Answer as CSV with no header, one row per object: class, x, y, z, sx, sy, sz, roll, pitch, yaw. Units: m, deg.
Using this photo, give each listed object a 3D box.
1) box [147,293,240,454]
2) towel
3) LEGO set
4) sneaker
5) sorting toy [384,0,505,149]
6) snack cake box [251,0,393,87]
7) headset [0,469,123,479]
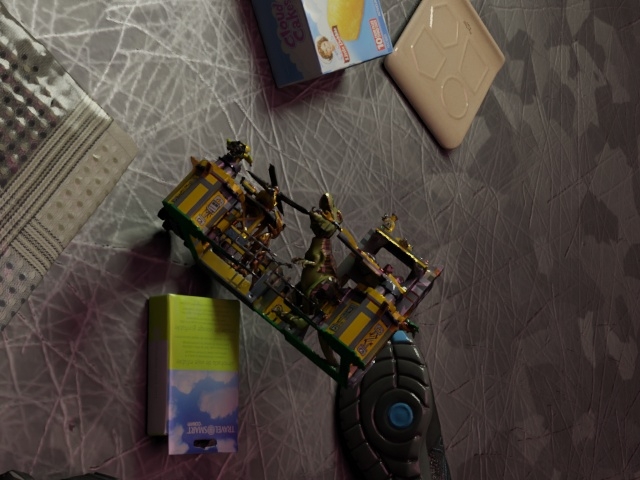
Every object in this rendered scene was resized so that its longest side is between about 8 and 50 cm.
box,-0.144,0.154,1.234,0.109,0.042,0.178,9,78,-45
towel,-0.363,-0.084,1.050,0.312,0.056,0.324,49,55,-26
LEGO set,0.000,0.000,1.193,0.192,0.331,0.255,-49,159,-14
sneaker,0.108,0.284,1.449,0.140,0.125,0.340,12,71,-73
sorting toy,0.190,-0.274,1.648,0.193,0.038,0.208,50,57,-29
snack cake box,-0.016,-0.349,1.405,0.152,0.089,0.264,-26,103,-45
headset,-0.228,0.331,1.023,0.243,0.185,0.394,-58,135,-34
